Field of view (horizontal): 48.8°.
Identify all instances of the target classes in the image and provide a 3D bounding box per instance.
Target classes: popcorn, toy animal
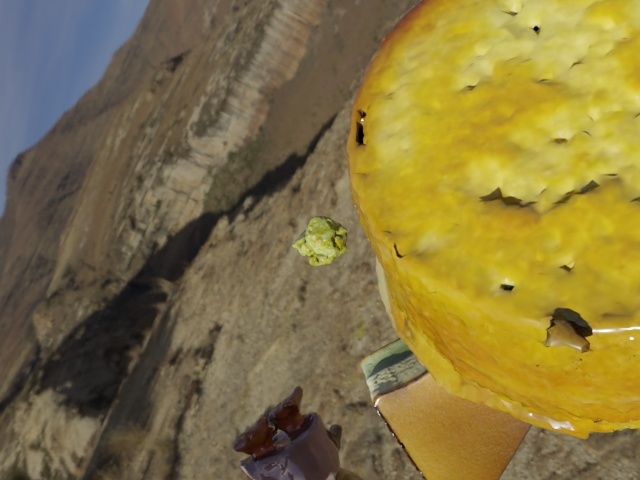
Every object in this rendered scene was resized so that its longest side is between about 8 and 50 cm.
[{"bbox_3d":[0.000,-0.003,0.977,0.083,0.068,0.059,-5,20,39],"label":"popcorn"},{"bbox_3d":[-0.011,0.398,1.129,0.195,0.281,0.169,-36,-13,-29],"label":"toy animal"}]

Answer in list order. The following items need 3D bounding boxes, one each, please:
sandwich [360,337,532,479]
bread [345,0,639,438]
[{"bbox_3d":[0.180,0.199,0.835,0.186,0.220,0.108,-30,21,6],"label":"sandwich"},{"bbox_3d":[0.202,-0.060,0.518,0.398,0.215,0.398,-12,58,19],"label":"bread"}]
